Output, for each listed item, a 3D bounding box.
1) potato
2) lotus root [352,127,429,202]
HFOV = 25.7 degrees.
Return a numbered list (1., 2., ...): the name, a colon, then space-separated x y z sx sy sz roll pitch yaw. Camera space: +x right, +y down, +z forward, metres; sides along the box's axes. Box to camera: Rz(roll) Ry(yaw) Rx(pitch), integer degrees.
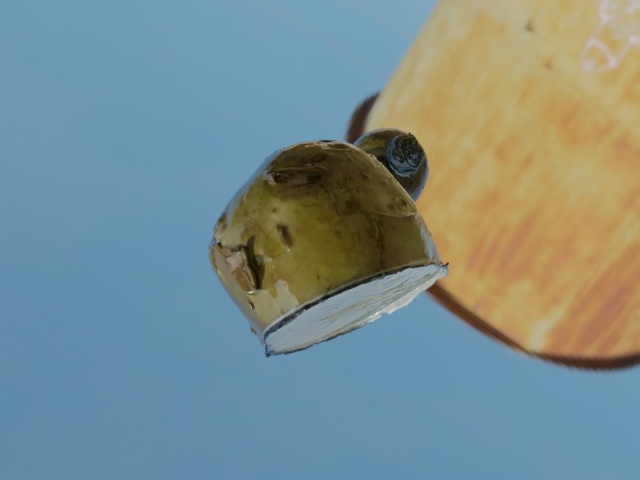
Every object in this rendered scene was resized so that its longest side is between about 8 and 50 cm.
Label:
1. potato: 0.000 0.000 1.577 0.246 0.300 0.196 -22 -103 -3
2. lotus root: 0.082 -0.086 1.864 0.120 0.209 0.120 9 -112 -23
